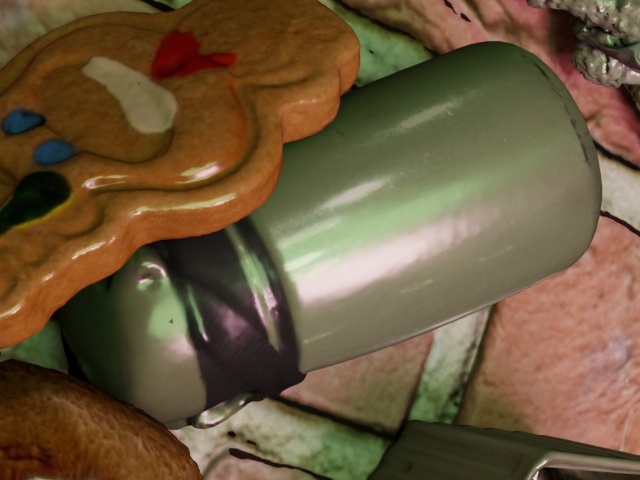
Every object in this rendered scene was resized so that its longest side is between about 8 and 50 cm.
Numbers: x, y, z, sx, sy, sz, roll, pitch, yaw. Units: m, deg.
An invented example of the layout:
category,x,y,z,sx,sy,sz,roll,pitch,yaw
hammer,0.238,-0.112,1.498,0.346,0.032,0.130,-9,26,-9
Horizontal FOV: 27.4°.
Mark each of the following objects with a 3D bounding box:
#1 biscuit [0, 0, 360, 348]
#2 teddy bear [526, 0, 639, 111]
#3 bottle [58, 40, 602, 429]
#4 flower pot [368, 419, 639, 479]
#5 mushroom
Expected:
category,x,y,z,sx,sy,sz,roll,pitch,yaw
biscuit,-0.126,-0.063,0.763,0.333,0.202,0.047,-29,140,-22
teddy bear,0.255,-0.154,0.981,0.133,0.111,0.213,-44,105,-16
bottle,0.000,0.002,0.833,0.347,0.168,0.168,-24,99,-19
flower pot,0.138,0.237,0.876,0.209,0.189,0.239,-25,98,-23
mushroom,-0.180,0.168,0.717,0.253,0.253,0.153,14,39,-24
